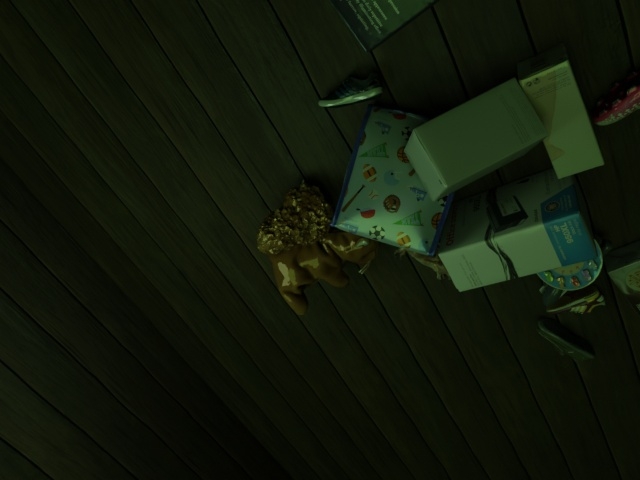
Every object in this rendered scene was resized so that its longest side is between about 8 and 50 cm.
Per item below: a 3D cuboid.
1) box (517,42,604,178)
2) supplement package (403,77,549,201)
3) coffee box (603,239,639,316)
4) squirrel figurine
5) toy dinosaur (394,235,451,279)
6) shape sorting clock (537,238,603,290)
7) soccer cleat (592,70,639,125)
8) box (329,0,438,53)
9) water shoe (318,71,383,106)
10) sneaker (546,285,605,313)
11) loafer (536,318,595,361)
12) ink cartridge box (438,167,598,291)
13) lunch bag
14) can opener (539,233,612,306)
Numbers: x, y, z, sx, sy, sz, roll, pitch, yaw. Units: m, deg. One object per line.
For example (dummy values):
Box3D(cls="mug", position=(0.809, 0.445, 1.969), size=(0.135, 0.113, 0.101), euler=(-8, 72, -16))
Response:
Box3D(cls="box", position=(0.636, -0.337, 1.331), size=(0.121, 0.148, 0.311), euler=(-19, 117, 31))
Box3D(cls="supplement package", position=(0.396, -0.257, 1.319), size=(0.293, 0.177, 0.175), euler=(-28, 83, -3))
Box3D(cls="coffee box", position=(1.027, 0.127, 1.590), size=(0.141, 0.098, 0.246), euler=(-30, 113, 35))
Box3D(cls="squirrel figurine", position=(0.000, 0.000, 1.739), size=(0.370, 0.281, 0.397), euler=(-23, 119, 25))
Box3D(cls="toy dinosaur", position=(0.347, -0.015, 1.705), size=(0.200, 0.127, 0.296), euler=(-11, 111, 17))
Box3D(cls="shape sorting clock", position=(0.760, 0.055, 1.560), size=(0.206, 0.040, 0.206), euler=(7, 101, 41))
Box3D(cls="soccer cleat", position=(0.846, -0.385, 1.238), size=(0.143, 0.116, 0.331), euler=(35, 129, -9))
Box3D(cls="box", position=(0.194, -0.692, 1.158), size=(0.395, 0.212, 0.293), euler=(-26, 114, 34))
Box3D(cls="water shoe", position=(0.087, -0.447, 1.495), size=(0.203, 0.073, 0.080), euler=(-6, 98, 23))
Box3D(cls="sneaker", position=(0.882, 0.228, 1.739), size=(0.185, 0.069, 0.084), euler=(-30, 107, 36))
Box3D(cls="loafer", position=(0.883, 0.377, 1.839), size=(0.251, 0.094, 0.087), euler=(32, 126, -8))
Box3D(cls="ink cartridge box", position=(0.571, -0.035, 1.496), size=(0.395, 0.285, 0.166), euler=(-20, 117, 31))
Box3D(cls="lunch bag", position=(0.241, -0.186, 1.513), size=(0.327, 0.239, 0.385), euler=(16, 99, 4))
Box3D(cls="can opener", position=(0.810, 0.107, 1.603), size=(0.076, 0.095, 0.283), euler=(24, 131, -2))
